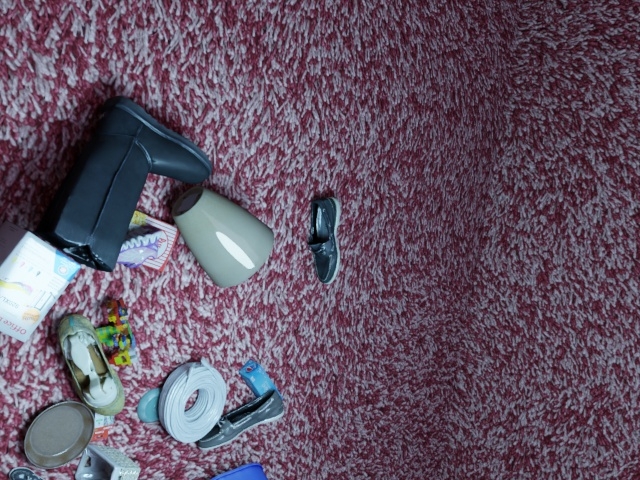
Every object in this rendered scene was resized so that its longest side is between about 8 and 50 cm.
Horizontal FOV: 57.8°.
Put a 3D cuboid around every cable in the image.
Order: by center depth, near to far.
[{"bbox_3d":[-0.429,0.539,1.945,0.257,0.089,0.257,-59,140,-25],"label":"cable"}]

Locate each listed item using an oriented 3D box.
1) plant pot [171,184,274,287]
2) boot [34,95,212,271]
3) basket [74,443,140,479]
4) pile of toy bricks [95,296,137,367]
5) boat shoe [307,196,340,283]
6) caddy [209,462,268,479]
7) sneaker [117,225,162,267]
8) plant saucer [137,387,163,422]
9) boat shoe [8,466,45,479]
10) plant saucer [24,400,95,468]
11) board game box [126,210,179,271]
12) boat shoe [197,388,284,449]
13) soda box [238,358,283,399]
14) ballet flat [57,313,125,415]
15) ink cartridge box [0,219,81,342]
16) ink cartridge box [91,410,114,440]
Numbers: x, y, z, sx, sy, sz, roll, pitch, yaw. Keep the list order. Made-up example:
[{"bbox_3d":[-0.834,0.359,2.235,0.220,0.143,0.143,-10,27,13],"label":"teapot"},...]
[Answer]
[{"bbox_3d":[-0.325,-0.035,1.813,0.256,0.256,0.274,-55,128,-20],"label":"plant pot"},{"bbox_3d":[-0.505,-0.115,1.574,0.367,0.146,0.445,34,52,-33],"label":"boot"},{"bbox_3d":[-0.636,0.696,1.738,0.103,0.167,0.113,27,81,-52],"label":"basket"},{"bbox_3d":[-0.615,0.272,1.710,0.105,0.118,0.212,-12,128,-14],"label":"pile of toy bricks"},{"bbox_3d":[0.003,0.000,2.238,0.113,0.127,0.340,1,98,-45],"label":"boat shoe"},{"bbox_3d":[-0.330,0.941,2.105,0.341,0.179,0.241,-1,123,-46],"label":"caddy"},{"bbox_3d":[-0.554,0.036,1.642,0.236,0.095,0.105,-20,121,-41],"label":"sneaker"},{"bbox_3d":[-0.540,0.543,1.896,0.119,0.021,0.119,-14,111,-43],"label":"plant saucer"},{"bbox_3d":[-0.819,0.680,1.634,0.046,0.038,0.125,-52,131,-23],"label":"boat shoe"},{"bbox_3d":[-0.754,0.554,1.671,0.198,0.036,0.199,-13,108,-43],"label":"plant saucer"},{"bbox_3d":[-0.535,-0.003,1.745,0.193,0.045,0.147,26,82,-46],"label":"board game box"},{"bbox_3d":[-0.291,0.637,2.087,0.335,0.112,0.095,-19,105,-23],"label":"boat shoe"},{"bbox_3d":[-0.223,0.547,2.184,0.067,0.071,0.210,-45,128,-27],"label":"soda box"},{"bbox_3d":[-0.651,0.376,1.649,0.123,0.123,0.349,-30,115,-37],"label":"ballet flat"},{"bbox_3d":[-0.764,0.101,1.449,0.171,0.168,0.233,47,68,-42],"label":"ink cartridge box"},{"bbox_3d":[-0.665,0.556,1.766,0.063,0.029,0.115,2,98,-45],"label":"ink cartridge box"}]
